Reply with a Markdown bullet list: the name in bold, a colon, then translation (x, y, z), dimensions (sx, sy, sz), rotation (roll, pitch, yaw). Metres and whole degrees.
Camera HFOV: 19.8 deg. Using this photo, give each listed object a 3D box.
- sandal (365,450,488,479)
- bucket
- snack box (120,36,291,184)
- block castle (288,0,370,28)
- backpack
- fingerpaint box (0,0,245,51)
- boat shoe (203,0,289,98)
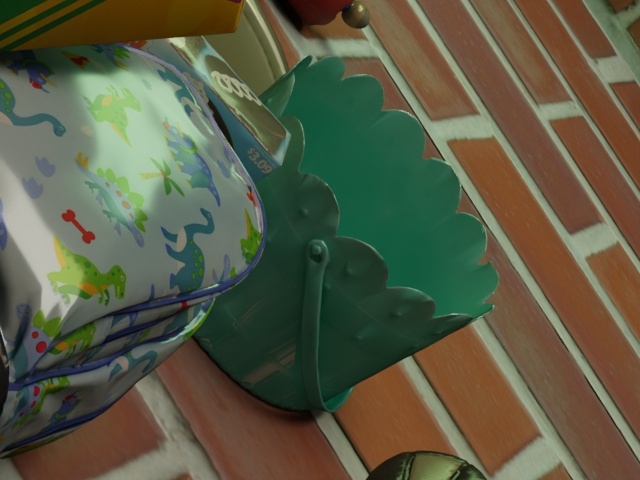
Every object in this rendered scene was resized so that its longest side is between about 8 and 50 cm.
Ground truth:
- **sandal**: translation (0.071, 0.298, 1.415), dimensions (0.120, 0.086, 0.302), rotation (11, 55, -7)
- **bucket**: translation (0.000, 0.000, 1.551), dimensions (0.281, 0.183, 0.281), rotation (42, 27, -27)
- **snack box**: translation (-0.196, -0.131, 1.348), dimensions (0.322, 0.187, 0.060), rotation (47, 24, -16)
- **block castle**: translation (0.054, -0.467, 2.134), dimensions (0.213, 0.303, 0.453), rotation (41, 28, -31)
- **backpack**: translation (-0.199, -0.001, 1.138), dimensions (0.290, 0.273, 0.355), rotation (55, 10, 17)
- **fingerpaint box**: translation (-0.286, -0.303, 1.117), dimensions (0.371, 0.163, 0.445), rotation (-8, 45, -31)
- **boat shoe**: translation (-0.127, -0.248, 1.737), dimensions (0.305, 0.109, 0.091), rotation (50, 28, -2)
